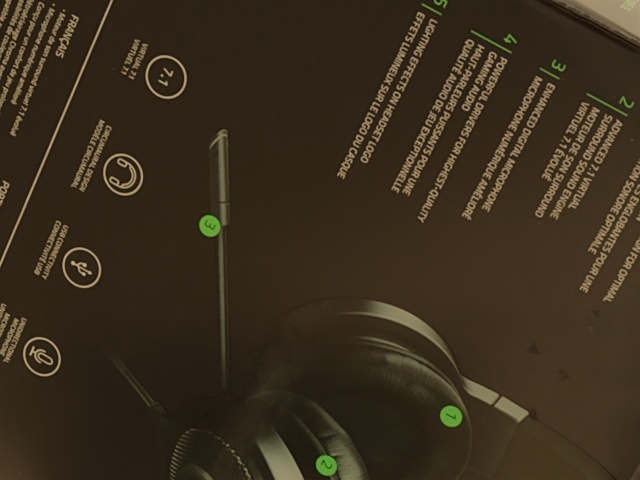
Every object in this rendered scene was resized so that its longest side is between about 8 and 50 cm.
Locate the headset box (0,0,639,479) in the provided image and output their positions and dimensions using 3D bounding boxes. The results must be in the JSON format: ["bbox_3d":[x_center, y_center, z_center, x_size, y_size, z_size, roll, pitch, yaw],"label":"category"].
[{"bbox_3d":[0.000,0.000,0.606,0.283,0.131,0.246,29,-67,8],"label":"headset box"}]
